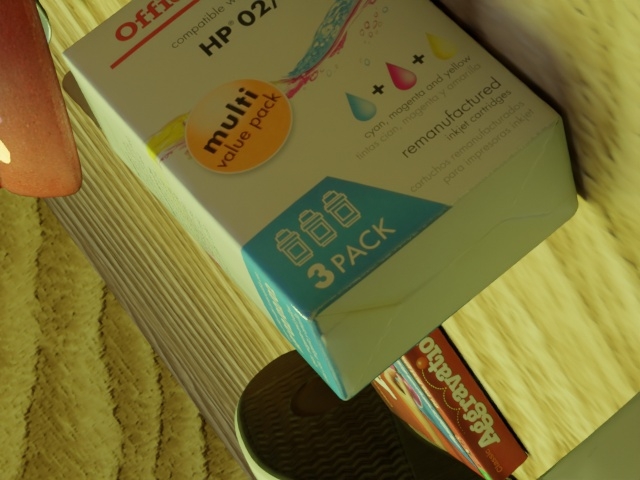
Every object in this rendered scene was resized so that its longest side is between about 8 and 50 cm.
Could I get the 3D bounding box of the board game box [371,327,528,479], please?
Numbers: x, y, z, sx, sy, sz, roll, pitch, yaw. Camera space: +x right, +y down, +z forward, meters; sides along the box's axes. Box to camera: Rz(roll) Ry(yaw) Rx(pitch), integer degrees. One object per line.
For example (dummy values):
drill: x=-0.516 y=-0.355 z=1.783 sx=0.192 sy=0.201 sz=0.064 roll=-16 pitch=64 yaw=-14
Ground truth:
board game box: x=0.000 y=0.000 z=1.043 sx=0.281 sy=0.027 sz=0.145 roll=55 pitch=171 yaw=-21

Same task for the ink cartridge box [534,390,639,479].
ink cartridge box: x=0.169 y=0.127 z=0.507 sx=0.219 sy=0.092 sz=0.160 roll=52 pitch=171 yaw=-4

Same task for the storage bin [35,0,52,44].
storage bin: x=-0.227 y=-0.186 z=1.265 sx=0.135 sy=0.098 sz=0.091 roll=57 pitch=-163 yaw=-33

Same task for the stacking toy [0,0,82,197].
stacking toy: x=-0.195 y=-0.160 z=0.716 sx=0.309 sy=0.130 sz=0.279 roll=83 pitch=167 yaw=-48

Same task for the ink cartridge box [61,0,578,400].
ink cartridge box: x=-0.012 y=-0.048 z=0.671 sx=0.181 sy=0.104 sz=0.061 roll=45 pitch=169 yaw=32

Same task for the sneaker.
sneaker: x=0.045 y=0.167 z=1.215 sx=0.290 sy=0.106 sz=0.123 roll=37 pitch=160 yaw=53
